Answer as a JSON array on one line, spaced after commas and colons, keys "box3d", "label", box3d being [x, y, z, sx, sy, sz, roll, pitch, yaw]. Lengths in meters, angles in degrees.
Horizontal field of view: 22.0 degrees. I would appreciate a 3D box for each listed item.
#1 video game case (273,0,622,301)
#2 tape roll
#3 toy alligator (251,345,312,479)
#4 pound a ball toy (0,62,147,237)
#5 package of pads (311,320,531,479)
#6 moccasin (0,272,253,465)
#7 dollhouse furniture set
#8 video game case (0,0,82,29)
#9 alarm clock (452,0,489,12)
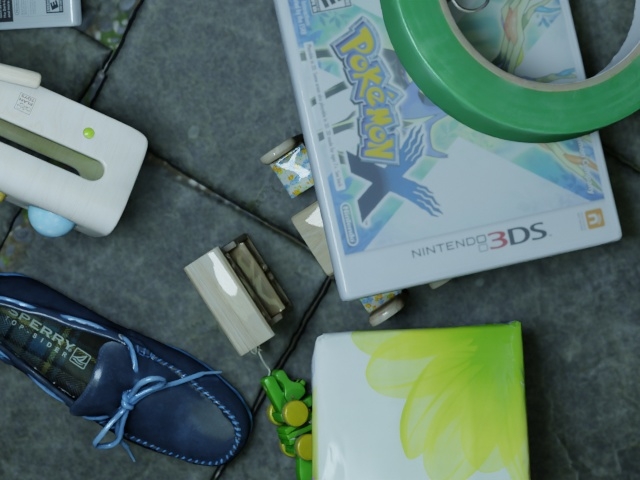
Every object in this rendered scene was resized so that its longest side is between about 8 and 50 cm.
[{"box3d": [0.130, -0.128, 1.679, 0.300, 0.036, 0.329, -12, 87, -10], "label": "video game case"}, {"box3d": [0.221, -0.260, 1.647, 0.321, 0.077, 0.321, 1, 85, -8], "label": "tape roll"}, {"box3d": [-0.029, 0.177, 1.794, 0.051, 0.056, 0.189, -22, 95, -23], "label": "toy alligator"}, {"box3d": [-0.341, -0.106, 1.660, 0.319, 0.208, 0.135, 23, 81, -18], "label": "pound a ball toy"}, {"box3d": [0.104, 0.238, 1.716, 0.229, 0.101, 0.296, -3, 72, 7], "label": "package of pads"}, {"box3d": [-0.241, 0.156, 1.783, 0.342, 0.117, 0.137, 24, 99, 3], "label": "moccasin"}, {"box3d": [0.000, 0.000, 1.712, 0.242, 0.161, 0.212, -33, 92, 10], "label": "dollhouse furniture set"}, {"box3d": [-0.336, -0.320, 1.759, 0.173, 0.022, 0.190, 1, 98, 25], "label": "video game case"}, {"box3d": [0.179, -0.303, 1.577, 0.129, 0.064, 0.192, 28, 85, -6], "label": "alarm clock"}]
